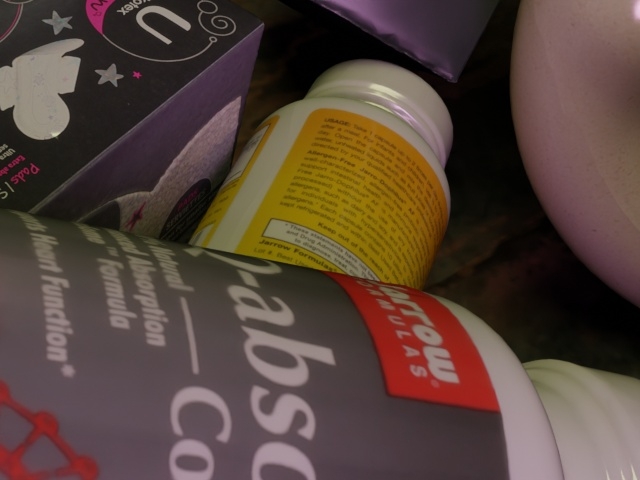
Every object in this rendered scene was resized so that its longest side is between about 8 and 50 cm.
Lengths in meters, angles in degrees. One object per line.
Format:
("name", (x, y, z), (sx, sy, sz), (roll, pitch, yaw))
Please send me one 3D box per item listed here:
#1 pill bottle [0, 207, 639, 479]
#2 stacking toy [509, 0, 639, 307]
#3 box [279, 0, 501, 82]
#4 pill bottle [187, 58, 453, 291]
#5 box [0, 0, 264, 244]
("pill bottle", (-0.041, 0.108, 0.584), (0.363, 0.210, 0.210), (11, 42, -26))
("stacking toy", (0.261, -0.191, 0.962), (0.350, 0.351, 0.480), (5, 30, -6))
("box", (0.078, -0.235, 0.908), (0.103, 0.261, 0.184), (29, 5, -14))
("pill bottle", (0.000, 0.000, 0.807), (0.117, 0.118, 0.208), (19, 45, 7))
("box", (-0.160, -0.023, 0.765), (0.142, 0.163, 0.247), (33, 49, 16))
